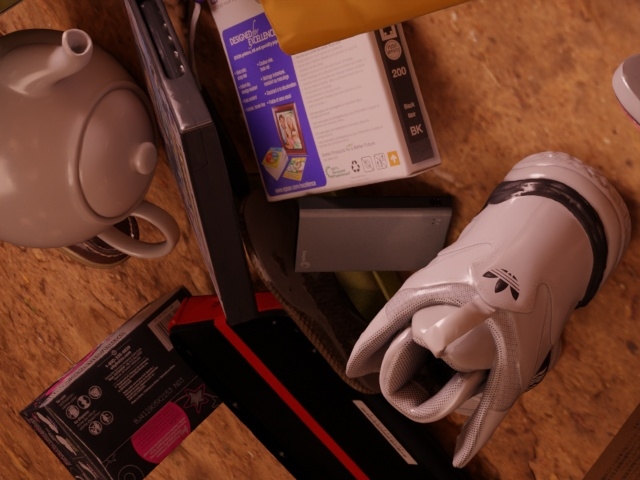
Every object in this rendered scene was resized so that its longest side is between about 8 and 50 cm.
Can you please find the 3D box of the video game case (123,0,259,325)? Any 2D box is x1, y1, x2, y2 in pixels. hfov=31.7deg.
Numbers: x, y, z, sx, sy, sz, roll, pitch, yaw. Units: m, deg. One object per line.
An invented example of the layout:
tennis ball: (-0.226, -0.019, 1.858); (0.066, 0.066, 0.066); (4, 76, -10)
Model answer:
video game case: (-0.127, -0.092, 1.072); (0.274, 0.035, 0.248); (82, 167, -51)

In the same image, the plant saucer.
plant saucer: (0.000, 0.000, 1.146); (0.188, 0.045, 0.188); (5, 131, 50)

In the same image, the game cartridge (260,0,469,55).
game cartridge: (0.075, -0.267, 0.567); (0.324, 0.052, 0.285); (-14, 120, 19)

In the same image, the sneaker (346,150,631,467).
sneaker: (0.114, 0.093, 0.941); (0.137, 0.210, 0.365); (40, 150, 14)

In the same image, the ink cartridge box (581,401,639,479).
ink cartridge box: (0.291, 0.235, 0.861); (0.193, 0.235, 0.088); (15, 138, 44)

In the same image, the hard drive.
hard drive: (0.044, -0.005, 1.017); (0.135, 0.022, 0.094); (0, 144, -5)

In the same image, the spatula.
spatula: (-0.114, -0.168, 1.059); (0.084, 0.030, 0.296); (-135, 28, -61)

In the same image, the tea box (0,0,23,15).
tea box: (-0.434, -0.332, 1.024); (0.220, 0.323, 0.329); (6, 130, 49)

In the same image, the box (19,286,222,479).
box: (-0.248, 0.204, 1.509); (0.163, 0.247, 0.142); (52, 149, -8)

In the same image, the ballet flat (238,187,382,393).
ballet flat: (-0.007, 0.054, 1.100); (0.058, 0.084, 0.250); (-5, 128, 53)

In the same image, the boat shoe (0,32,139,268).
boat shoe: (-0.332, -0.117, 1.367); (0.342, 0.123, 0.123); (57, 151, -5)

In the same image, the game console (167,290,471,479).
game console: (0.007, 0.207, 1.344); (0.386, 0.060, 0.342); (49, 150, -18)

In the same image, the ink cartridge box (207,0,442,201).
ink cartridge box: (-0.005, -0.145, 0.955); (0.206, 0.045, 0.208); (-7, 103, 54)

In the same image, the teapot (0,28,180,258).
teapot: (-0.255, -0.096, 1.194); (0.187, 0.256, 0.252); (12, 100, 21)

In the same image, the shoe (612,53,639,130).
shoe: (0.255, -0.043, 0.743); (0.178, 0.063, 0.081); (38, 147, 8)
